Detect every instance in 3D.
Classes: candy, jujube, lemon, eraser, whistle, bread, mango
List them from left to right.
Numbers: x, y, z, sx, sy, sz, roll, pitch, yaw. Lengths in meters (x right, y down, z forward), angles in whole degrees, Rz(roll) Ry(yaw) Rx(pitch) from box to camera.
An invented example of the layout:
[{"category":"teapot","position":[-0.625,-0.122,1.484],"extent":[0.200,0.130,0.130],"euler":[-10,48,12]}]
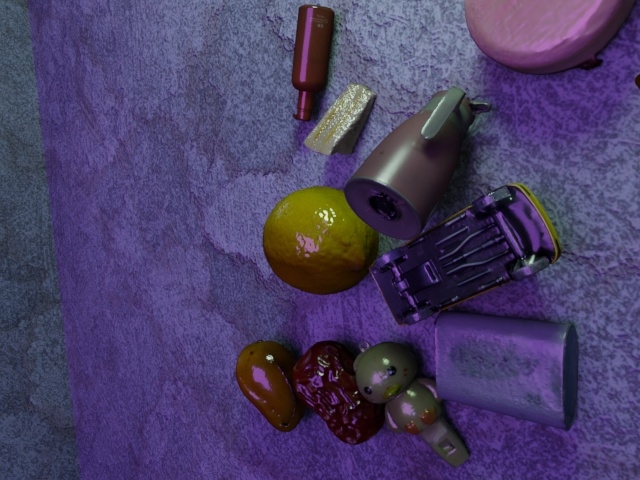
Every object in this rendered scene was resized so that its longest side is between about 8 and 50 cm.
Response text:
[{"category":"mango","position":[-0.119,0.364,1.229],"extent":[0.166,0.136,0.236],"euler":[-33,78,36]},{"category":"lemon","position":[-0.003,-0.001,1.019],"extent":[0.263,0.236,0.235],"euler":[-12,87,35]},{"category":"jujube","position":[0.041,0.335,1.079],"extent":[0.230,0.155,0.155],"euler":[51,125,14]},{"category":"bread","position":[0.041,-0.259,1.034],"extent":[0.077,0.105,0.152],"euler":[33,117,27]},{"category":"whistle","position":[0.173,0.319,0.962],"extent":[0.294,0.141,0.141],"euler":[51,125,24]},{"category":"eraser","position":[0.319,0.217,0.856],"extent":[0.227,0.081,0.174],"euler":[1,95,43]},{"category":"candy","position":[0.352,-0.378,0.749],"extent":[0.255,0.094,0.255],"euler":[5,98,41]}]

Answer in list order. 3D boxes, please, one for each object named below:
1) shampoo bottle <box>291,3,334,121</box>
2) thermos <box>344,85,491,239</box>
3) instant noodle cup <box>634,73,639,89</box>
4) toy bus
[{"category":"shampoo bottle","position":[-0.024,-0.393,1.094],"extent":[0.085,0.085,0.244],"euler":[23,111,38]},{"category":"thermos","position":[0.173,-0.150,0.828],"extent":[0.146,0.265,0.176],"euler":[33,160,8]},{"category":"instant noodle cup","position":[0.513,-0.238,0.557],"extent":[0.216,0.216,0.172],"euler":[28,104,36]},{"category":"toy bus","position":[0.251,0.028,0.849],"extent":[0.330,0.152,0.144],"euler":[-34,78,41]}]
